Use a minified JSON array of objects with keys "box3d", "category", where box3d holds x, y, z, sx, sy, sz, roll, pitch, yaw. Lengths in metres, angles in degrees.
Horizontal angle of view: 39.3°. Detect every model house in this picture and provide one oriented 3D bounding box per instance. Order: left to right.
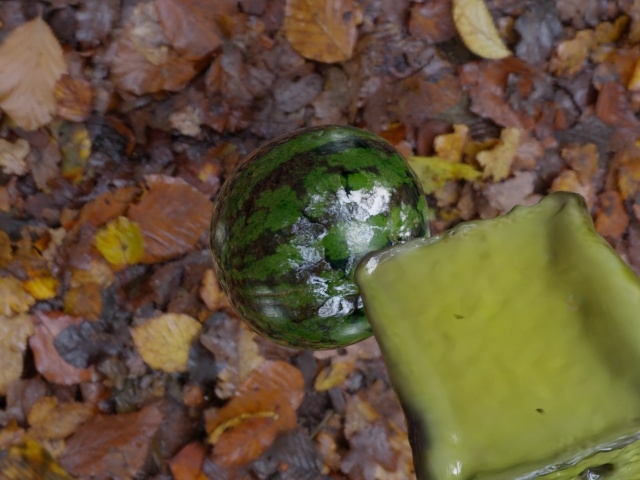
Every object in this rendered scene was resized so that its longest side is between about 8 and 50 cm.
[{"box3d":[0.146,0.116,0.622,0.175,0.193,0.234,-24,138,5],"category":"model house"}]

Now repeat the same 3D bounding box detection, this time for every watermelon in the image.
[{"box3d":[0.000,0.000,1.138,0.285,0.285,0.285,-10,110,-29],"category":"watermelon"}]
